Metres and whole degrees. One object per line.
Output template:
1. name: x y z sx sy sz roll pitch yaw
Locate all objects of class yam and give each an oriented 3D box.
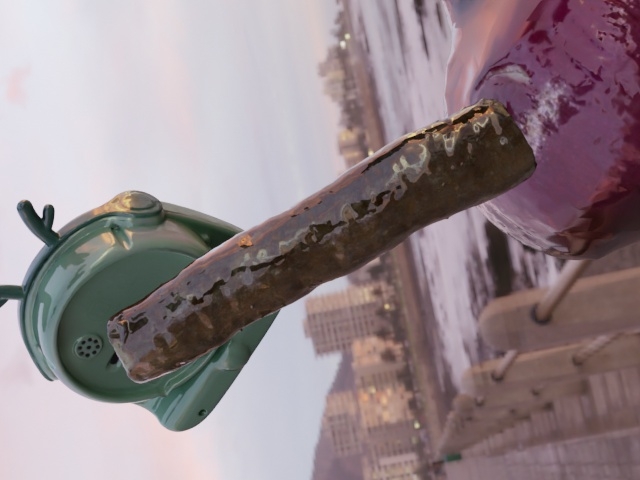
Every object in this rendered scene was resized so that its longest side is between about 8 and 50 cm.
1. yam: 0.000 0.000 0.570 0.061 0.274 0.061 60 -178 -4

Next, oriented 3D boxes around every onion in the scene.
1. onion: 0.222 -0.174 0.858 0.385 0.348 0.348 38 172 15

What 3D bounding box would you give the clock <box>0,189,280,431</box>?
1. clock: -0.139 0.046 0.677 0.210 0.159 0.066 23 -165 -38
